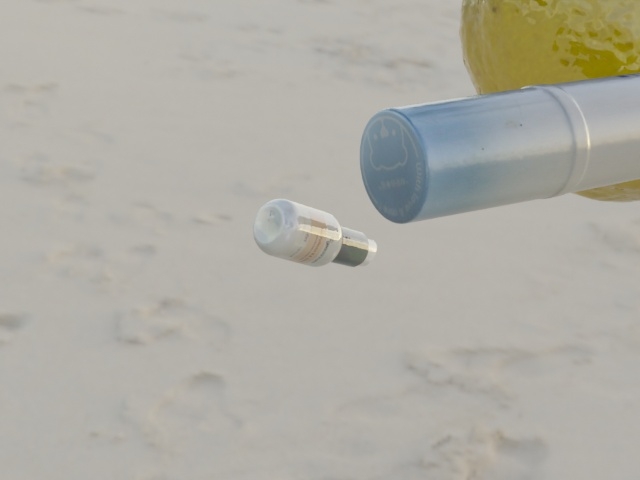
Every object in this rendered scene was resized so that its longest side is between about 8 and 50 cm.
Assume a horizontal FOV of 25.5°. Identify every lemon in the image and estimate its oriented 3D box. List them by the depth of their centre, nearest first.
[{"bbox_3d":[0.247,-0.172,1.214,0.320,0.245,0.245,53,7,-12],"label":"lemon"}]

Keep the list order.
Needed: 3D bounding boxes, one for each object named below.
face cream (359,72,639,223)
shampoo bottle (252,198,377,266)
[{"bbox_3d":[0.148,-0.066,0.952,0.250,0.077,0.077,-11,25,-32],"label":"face cream"},{"bbox_3d":[0.000,0.000,1.798,0.192,0.074,0.074,18,6,-45],"label":"shampoo bottle"}]
